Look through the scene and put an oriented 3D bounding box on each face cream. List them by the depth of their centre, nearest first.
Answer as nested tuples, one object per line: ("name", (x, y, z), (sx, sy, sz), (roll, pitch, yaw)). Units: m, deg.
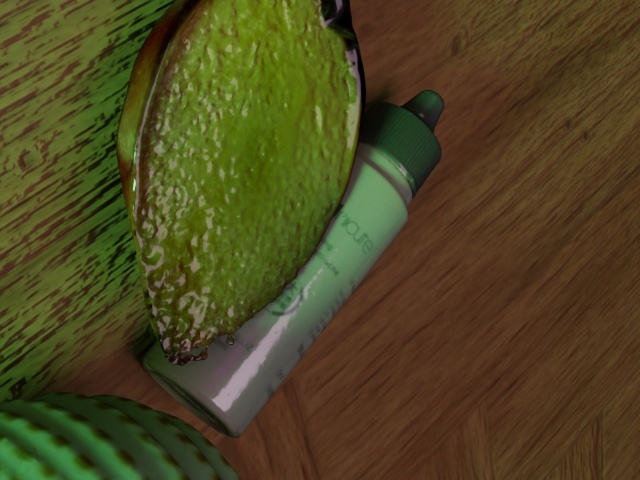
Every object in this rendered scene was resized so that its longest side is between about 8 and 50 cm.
("face cream", (0.000, 0.000, 0.746), (0.311, 0.092, 0.092), (-50, 139, -19))

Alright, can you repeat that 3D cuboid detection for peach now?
("peach", (-0.060, -0.057, 0.653), (0.189, 0.068, 0.279), (29, 80, -42))

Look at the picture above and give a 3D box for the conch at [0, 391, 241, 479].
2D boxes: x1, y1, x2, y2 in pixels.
("conch", (-0.181, 0.235, 0.567), (0.319, 0.215, 0.303), (-7, 111, -13))
